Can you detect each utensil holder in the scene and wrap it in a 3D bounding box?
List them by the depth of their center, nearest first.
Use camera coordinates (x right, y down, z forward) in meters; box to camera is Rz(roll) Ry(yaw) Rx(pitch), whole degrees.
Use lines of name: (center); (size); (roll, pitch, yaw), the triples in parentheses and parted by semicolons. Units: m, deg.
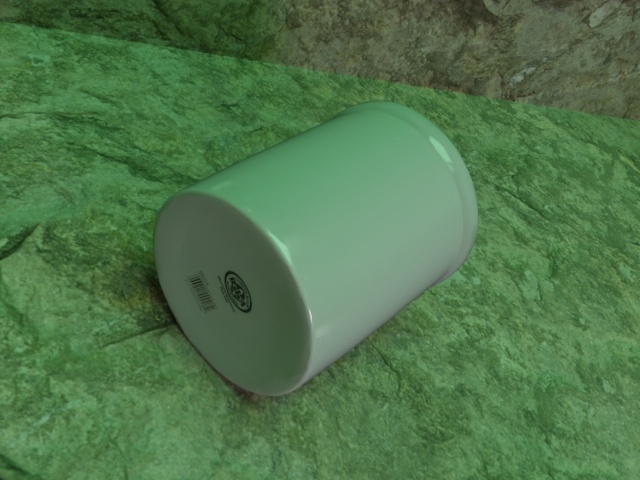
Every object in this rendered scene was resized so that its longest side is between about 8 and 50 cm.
utensil holder: (0.000, 0.000, 0.993); (0.327, 0.327, 0.385); (45, 46, 14)
